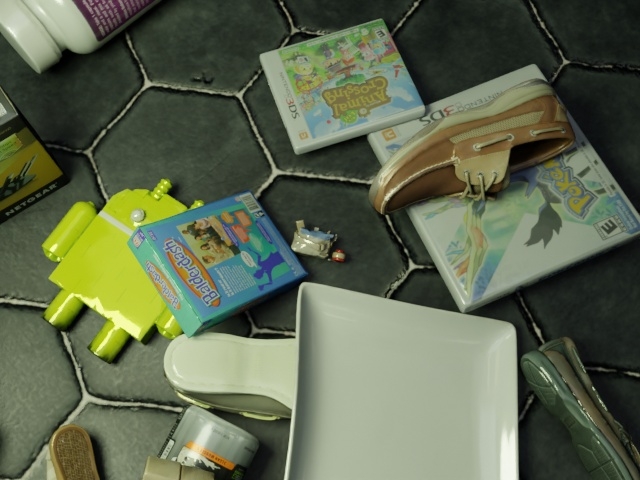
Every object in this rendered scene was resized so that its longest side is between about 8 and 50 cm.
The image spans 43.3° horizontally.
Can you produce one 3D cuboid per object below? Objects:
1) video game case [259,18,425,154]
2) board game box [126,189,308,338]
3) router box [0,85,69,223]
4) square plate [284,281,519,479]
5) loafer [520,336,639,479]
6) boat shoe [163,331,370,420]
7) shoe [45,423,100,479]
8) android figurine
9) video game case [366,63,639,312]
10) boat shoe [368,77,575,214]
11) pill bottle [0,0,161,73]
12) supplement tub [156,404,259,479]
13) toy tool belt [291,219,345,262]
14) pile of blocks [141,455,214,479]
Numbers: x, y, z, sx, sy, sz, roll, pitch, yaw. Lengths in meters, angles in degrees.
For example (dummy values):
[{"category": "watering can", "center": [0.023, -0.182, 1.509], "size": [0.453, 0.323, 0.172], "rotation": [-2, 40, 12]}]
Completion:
[{"category": "video game case", "center": [0.032, -0.246, 1.268], "size": [0.213, 0.023, 0.193], "rotation": [-18, 65, -6]}, {"category": "board game box", "center": [-0.140, 0.026, 1.130], "size": [0.210, 0.047, 0.160], "rotation": [-22, 73, -45]}, {"category": "router box", "center": [-0.527, -0.071, 1.106], "size": [0.309, 0.243, 0.081], "rotation": [-34, 77, -10]}, {"category": "square plate", "center": [0.111, 0.252, 1.075], "size": [0.344, 0.049, 0.347], "rotation": [12, 67, -20]}, {"category": "loafer", "center": [0.388, 0.253, 1.116], "size": [0.084, 0.096, 0.267], "rotation": [-29, 74, -15]}, {"category": "boat shoe", "center": [-0.065, 0.194, 1.117], "size": [0.305, 0.091, 0.109], "rotation": [11, 63, -9]}, {"category": "shoe", "center": [-0.326, 0.359, 1.087], "size": [0.077, 0.058, 0.218], "rotation": [-3, 76, -35]}, {"category": "android figurine", "center": [-0.276, 0.035, 1.180], "size": [0.248, 0.056, 0.272], "rotation": [34, 77, 8]}, {"category": "video game case", "center": [0.272, -0.090, 1.215], "size": [0.300, 0.036, 0.328], "rotation": [-22, 66, -8]}, {"category": "boat shoe", "center": [0.222, -0.117, 1.147], "size": [0.325, 0.123, 0.116], "rotation": [-29, 69, -9]}, {"category": "pill bottle", "center": [-0.355, -0.397, 1.245], "size": [0.301, 0.169, 0.169], "rotation": [-42, 79, -13]}, {"category": "supplement tub", "center": [-0.172, 0.324, 1.064], "size": [0.117, 0.117, 0.190], "rotation": [25, 75, 6]}, {"category": "toy tool belt", "center": [0.000, 0.000, 1.199], "size": [0.083, 0.052, 0.051], "rotation": [12, 82, 1]}, {"category": "pile of blocks", "center": [-0.120, 0.427, 0.955], "size": [0.149, 0.112, 0.362], "rotation": [-33, 105, 2]}]
